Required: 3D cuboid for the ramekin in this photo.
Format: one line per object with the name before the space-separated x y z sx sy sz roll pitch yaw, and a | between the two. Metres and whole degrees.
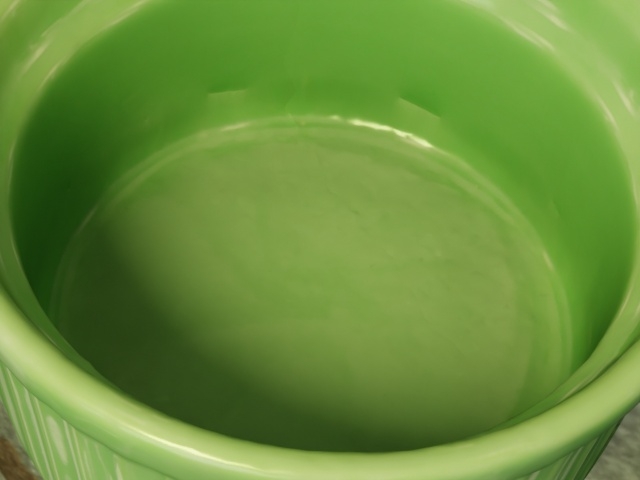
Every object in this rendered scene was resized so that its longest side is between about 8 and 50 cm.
ramekin | 0.000 0.000 0.638 0.303 0.303 0.148 26 145 14
